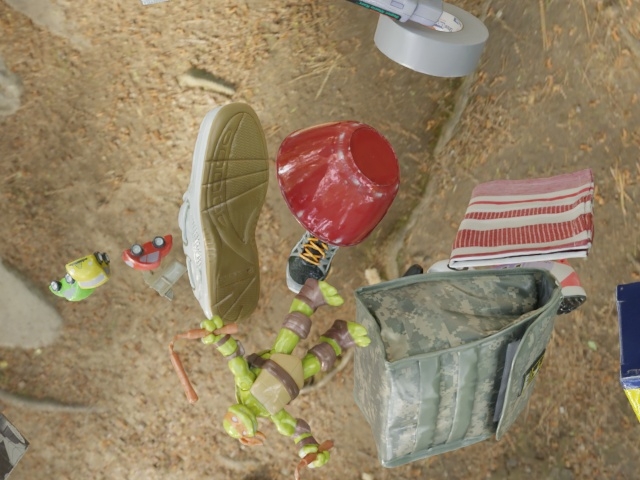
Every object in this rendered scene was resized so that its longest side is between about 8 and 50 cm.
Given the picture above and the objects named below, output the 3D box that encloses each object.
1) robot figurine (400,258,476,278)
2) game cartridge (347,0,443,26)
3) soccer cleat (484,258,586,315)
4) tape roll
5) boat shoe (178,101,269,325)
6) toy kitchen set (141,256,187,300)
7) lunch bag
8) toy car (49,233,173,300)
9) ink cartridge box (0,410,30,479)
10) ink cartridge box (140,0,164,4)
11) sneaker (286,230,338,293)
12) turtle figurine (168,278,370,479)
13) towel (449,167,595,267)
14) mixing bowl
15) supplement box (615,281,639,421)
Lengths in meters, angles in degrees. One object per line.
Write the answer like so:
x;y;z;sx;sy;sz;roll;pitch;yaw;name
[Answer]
0.280;0.175;1.860;0.173;0.278;0.209;24;160;45;robot figurine
0.060;-0.537;1.454;0.355;0.230;0.068;15;151;-20;game cartridge
0.395;0.084;1.599;0.318;0.116;0.108;3;147;-24;soccer cleat
0.221;-0.412;1.573;0.219;0.219;0.072;22;127;9;tape roll
-0.128;-0.033;0.934;0.096;0.098;0.277;28;120;43;boat shoe
-0.296;0.069;1.545;0.075;0.083;0.068;-47;122;-1;toy kitchen set
0.200;0.167;1.100;0.287;0.169;0.235;-12;133;-12;lunch bag
-0.402;0.064;1.421;0.225;0.239;0.053;-24;87;33;toy car
-0.425;0.233;0.846;0.065;0.333;0.165;-38;99;-2;ink cartridge box
-0.091;-0.432;0.803;0.130;0.272;0.309;50;149;42;ink cartridge box
0.000;0.000;1.452;0.084;0.215;0.083;27;163;5;sneaker
-0.038;0.165;0.913;0.269;0.217;0.087;50;152;-9;turtle figurine
0.369;-0.046;1.415;0.237;0.329;0.037;-7;113;23;towel
0.040;-0.093;1.052;0.181;0.181;0.098;51;135;-7;mixing bowl
0.626;0.239;1.271;0.195;0.194;0.356;-15;128;30;supplement box
